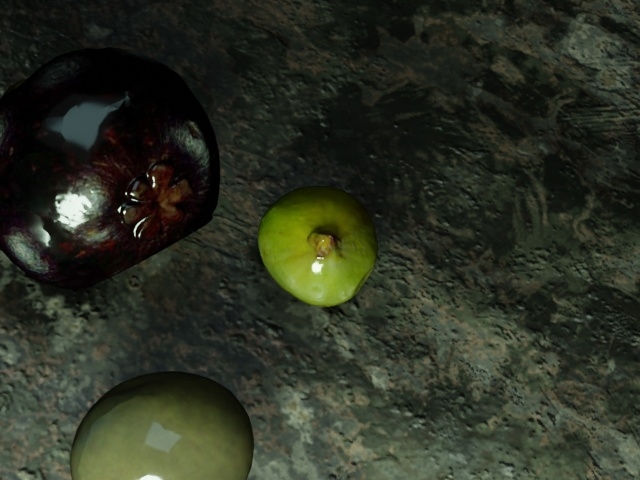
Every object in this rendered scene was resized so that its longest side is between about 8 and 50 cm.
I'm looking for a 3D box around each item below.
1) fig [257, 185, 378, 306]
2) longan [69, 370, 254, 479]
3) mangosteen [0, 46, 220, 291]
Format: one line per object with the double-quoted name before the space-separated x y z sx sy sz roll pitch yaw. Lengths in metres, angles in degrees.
"fig" -0.001 0.006 1.444 0.135 0.121 0.153 -6 40 -11
"longan" -0.156 0.212 1.267 0.189 0.189 0.189 6 60 -10
"mangosteen" -0.249 -0.076 1.370 0.287 0.287 0.233 -40 105 -28
